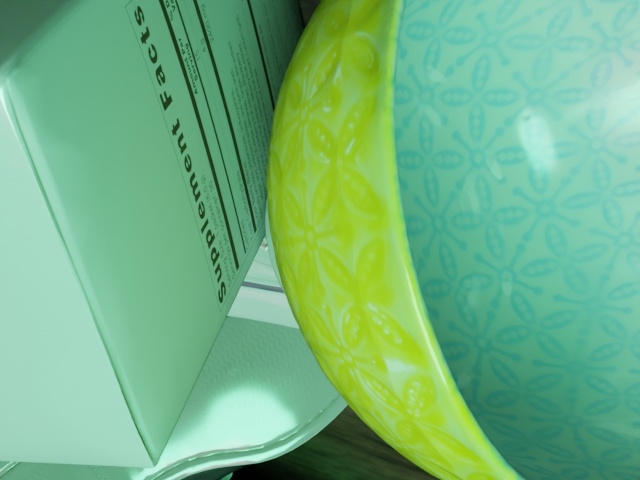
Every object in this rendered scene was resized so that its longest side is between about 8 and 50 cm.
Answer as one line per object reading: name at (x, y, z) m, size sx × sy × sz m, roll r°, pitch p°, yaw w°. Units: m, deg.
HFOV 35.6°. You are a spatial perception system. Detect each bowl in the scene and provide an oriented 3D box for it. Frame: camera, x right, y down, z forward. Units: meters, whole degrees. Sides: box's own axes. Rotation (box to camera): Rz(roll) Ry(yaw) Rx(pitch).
bowl at (0.066, -0.014, 0.486) m, size 0.156 × 0.289 × 0.289 m, roll -11°, pitch 123°, yaw 42°

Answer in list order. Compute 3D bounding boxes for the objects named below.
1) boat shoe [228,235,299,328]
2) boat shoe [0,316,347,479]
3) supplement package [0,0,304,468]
boat shoe at (0.000, 0.000, 0.619) m, size 0.268 × 0.096 × 0.088 m, roll 8°, pitch 107°, yaw 10°
boat shoe at (-0.100, 0.124, 0.690) m, size 0.303 × 0.091 × 0.114 m, roll -25°, pitch 84°, yaw -5°
supplement package at (-0.129, -0.059, 0.478) m, size 0.178 × 0.293 × 0.175 m, roll -1°, pitch 125°, yaw 17°
